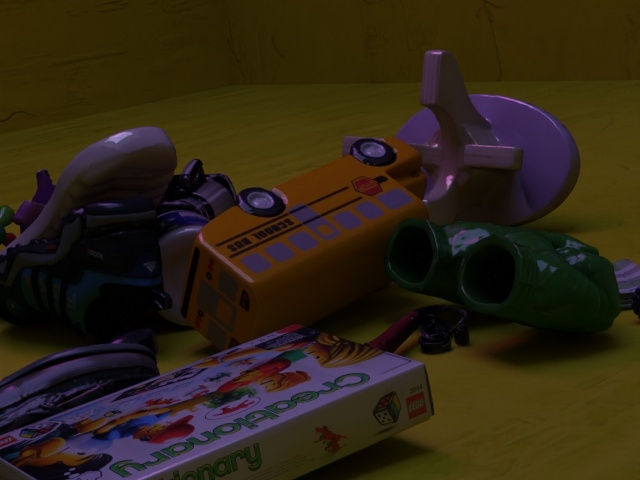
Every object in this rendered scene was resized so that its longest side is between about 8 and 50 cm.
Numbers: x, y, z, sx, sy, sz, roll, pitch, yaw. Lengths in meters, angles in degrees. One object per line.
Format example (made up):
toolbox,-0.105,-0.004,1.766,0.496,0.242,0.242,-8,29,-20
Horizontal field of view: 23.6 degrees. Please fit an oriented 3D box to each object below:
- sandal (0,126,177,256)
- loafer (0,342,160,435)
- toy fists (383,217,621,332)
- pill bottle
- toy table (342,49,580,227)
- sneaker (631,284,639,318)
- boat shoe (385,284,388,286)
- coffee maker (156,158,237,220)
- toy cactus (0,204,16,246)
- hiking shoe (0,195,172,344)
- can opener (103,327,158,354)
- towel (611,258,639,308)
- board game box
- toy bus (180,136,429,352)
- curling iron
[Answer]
sandal,-0.283,-0.043,1.769,0.169,0.102,0.416,-10,-18,-39
loafer,-0.250,0.161,1.261,0.267,0.096,0.084,-14,50,-21
toy fists,0.186,0.030,1.508,0.142,0.096,0.279,15,-1,-27
pill bottle,-0.155,0.025,1.738,0.112,0.112,0.186,-9,11,-11
toy table,0.169,-0.102,1.930,0.274,0.252,0.161,-9,-8,36
sneaker,0.372,0.049,1.479,0.135,0.052,0.058,-2,8,19
boat shoe,0.000,0.038,1.717,0.170,0.059,0.063,-14,14,-31
coffee maker,-0.207,-0.017,2.020,0.171,0.120,0.178,-28,4,17
toy cactus,-0.484,0.019,2.052,0.180,0.112,0.219,27,28,36
hiking shoe,-0.270,0.057,1.654,0.113,0.132,0.304,-7,-14,-37
can opener,-0.227,0.137,1.383,0.186,0.073,0.059,-26,29,-34
towel,0.296,0.045,1.605,0.113,0.023,0.152,-7,12,-5
board game box,-0.089,0.149,1.196,0.305,0.053,0.193,-20,17,-30
toy bus,0.000,0.000,1.622,0.130,0.108,0.332,37,42,28
curling iron,0.059,0.107,1.410,0.068,0.035,0.274,1,14,33
